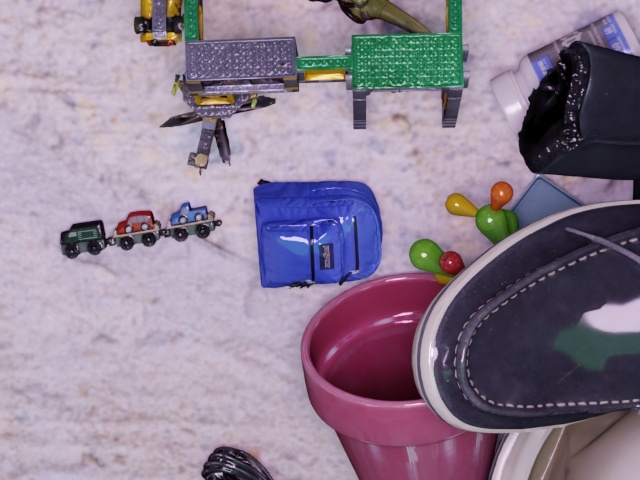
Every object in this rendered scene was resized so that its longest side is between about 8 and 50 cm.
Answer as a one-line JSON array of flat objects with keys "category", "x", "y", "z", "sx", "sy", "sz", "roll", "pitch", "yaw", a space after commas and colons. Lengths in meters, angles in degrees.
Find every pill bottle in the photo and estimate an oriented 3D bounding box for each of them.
[{"category": "pill bottle", "x": 0.231, "y": -0.149, "z": 1.743, "sx": 0.137, "sy": 0.078, "sz": 0.078, "roll": -26, "pitch": 108, "yaw": 8}]

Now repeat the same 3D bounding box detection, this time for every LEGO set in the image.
[{"category": "LEGO set", "x": 0.004, "y": -0.208, "z": 1.700, "sx": 0.331, "sy": 0.192, "sz": 0.255, "roll": -9, "pitch": 81, "yaw": 0}]

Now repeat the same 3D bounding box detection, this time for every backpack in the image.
[{"category": "backpack", "x": 0.000, "y": 0.000, "z": 1.787, "sx": 0.120, "sy": 0.101, "sz": 0.098, "roll": -4, "pitch": 117, "yaw": -3}]

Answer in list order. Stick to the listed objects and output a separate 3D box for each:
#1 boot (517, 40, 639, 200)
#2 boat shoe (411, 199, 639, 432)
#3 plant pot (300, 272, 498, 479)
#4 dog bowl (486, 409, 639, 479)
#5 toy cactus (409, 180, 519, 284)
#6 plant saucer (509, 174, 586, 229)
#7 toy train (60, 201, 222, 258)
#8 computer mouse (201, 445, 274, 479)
[{"category": "boot", "x": 0.270, "y": -0.072, "z": 1.708, "sx": 0.207, "sy": 0.094, "sz": 0.246, "roll": 2, "pitch": 133, "yaw": -20}, {"category": "boat shoe", "x": 0.321, "y": 0.053, "z": 1.624, "sx": 0.500, "sy": 0.156, "sz": 0.187, "roll": -11, "pitch": 99, "yaw": -14}, {"category": "plant pot", "x": 0.092, "y": 0.159, "z": 1.808, "sx": 0.201, "sy": 0.201, "sz": 0.180, "roll": -8, "pitch": 126, "yaw": 3}, {"category": "dog bowl", "x": 0.358, "y": 0.275, "z": 1.795, "sx": 0.408, "sy": 0.150, "sz": 0.408, "roll": -1, "pitch": 83, "yaw": 7}, {"category": "toy cactus", "x": 0.195, "y": 0.041, "z": 1.730, "sx": 0.219, "sy": 0.180, "sz": 0.112, "roll": 11, "pitch": 142, "yaw": -27}, {"category": "plant saucer", "x": 0.267, "y": 0.010, "z": 1.835, "sx": 0.192, "sy": 0.018, "sz": 0.067, "roll": 33, "pitch": 107, "yaw": -12}, {"category": "toy train", "x": -0.174, "y": -0.012, "z": 1.821, "sx": 0.158, "sy": 0.027, "sz": 0.036, "roll": -9, "pitch": 99, "yaw": 3}, {"category": "computer mouse", "x": -0.105, "y": 0.355, "z": 1.936, "sx": 0.188, "sy": 0.072, "sz": 0.272, "roll": 38, "pitch": 96, "yaw": -4}]
